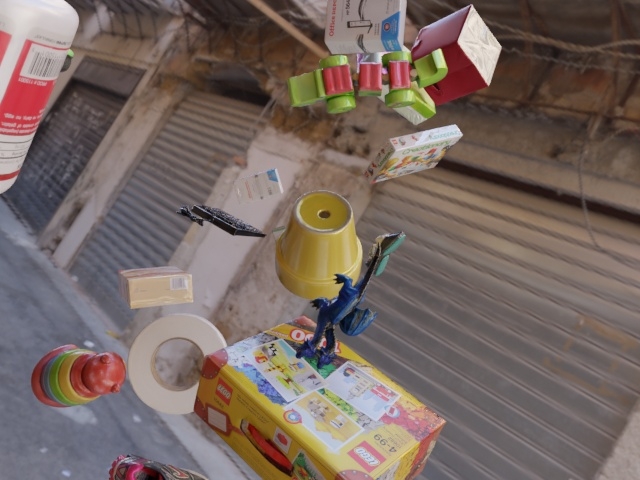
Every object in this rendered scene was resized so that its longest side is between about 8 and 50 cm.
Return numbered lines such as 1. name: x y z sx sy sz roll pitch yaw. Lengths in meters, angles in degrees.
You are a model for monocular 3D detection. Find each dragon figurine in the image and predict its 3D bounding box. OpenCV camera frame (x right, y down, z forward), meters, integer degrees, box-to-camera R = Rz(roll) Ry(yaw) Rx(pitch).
1. dragon figurine: 0.059 0.146 1.328 0.085 0.289 0.144 40 13 -31

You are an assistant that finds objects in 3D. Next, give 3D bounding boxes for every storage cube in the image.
1. storage cube: 0.409 -0.565 1.913 0.193 0.215 0.183 -12 -46 47

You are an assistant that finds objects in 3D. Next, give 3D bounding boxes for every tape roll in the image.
1. tape roll: -0.548 0.476 2.429 0.392 0.392 0.072 31 -5 -3

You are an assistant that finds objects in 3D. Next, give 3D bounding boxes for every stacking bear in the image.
1. stacking bear: -0.634 0.364 1.686 0.289 0.175 0.164 -14 -1 36

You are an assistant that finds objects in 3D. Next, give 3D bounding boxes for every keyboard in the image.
1. keyboard: -0.319 -0.067 1.926 0.201 0.033 0.317 4 13 -36

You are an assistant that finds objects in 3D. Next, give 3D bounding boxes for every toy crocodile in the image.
1. toy crocodile: 0.097 -0.342 1.332 0.340 0.115 0.105 -5 1 5

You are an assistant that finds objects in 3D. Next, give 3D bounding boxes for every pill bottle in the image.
1. pill bottle: -0.553 -0.213 0.957 0.229 0.407 0.229 28 15 -8

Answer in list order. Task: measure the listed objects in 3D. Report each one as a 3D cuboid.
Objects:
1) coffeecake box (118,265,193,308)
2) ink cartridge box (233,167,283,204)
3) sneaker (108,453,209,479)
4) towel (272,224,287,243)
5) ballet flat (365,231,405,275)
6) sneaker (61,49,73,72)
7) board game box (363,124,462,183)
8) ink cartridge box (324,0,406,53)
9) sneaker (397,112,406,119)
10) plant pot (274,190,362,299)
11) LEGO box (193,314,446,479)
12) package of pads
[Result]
1. coffeecake box: -0.395 0.108 1.486 0.142 0.068 0.185 -5 6 -25
2. ink cartridge box: -0.251 -0.219 2.529 0.060 0.180 0.104 -79 154 -75
3. sneaker: -0.394 0.642 1.611 0.299 0.121 0.112 30 -27 -30
4. towel: -0.111 0.018 2.248 0.113 0.152 0.023 -17 -2 33
5. ballet flat: 0.189 0.027 1.906 0.074 0.074 0.203 31 -44 4
6. sneaker: -0.812 -0.357 1.454 0.185 0.483 0.202 24 -46 65
7. board game box: 0.311 -0.291 2.102 0.053 0.305 0.193 62 -33 17
8. ink cartridge box: 0.120 -0.587 1.671 0.203 0.148 0.086 3 -6 17
9. sneaker: 0.280 -0.558 2.249 0.267 0.106 0.101 60 -3 9
10. plant pot: 0.000 0.000 1.753 0.254 0.254 0.239 30 -37 19
11. LEGO box: -0.008 0.440 1.565 0.500 0.193 0.372 33 31 30
12. package of pads: 0.243 -0.542 2.036 0.296 0.229 0.101 30 -44 -32
